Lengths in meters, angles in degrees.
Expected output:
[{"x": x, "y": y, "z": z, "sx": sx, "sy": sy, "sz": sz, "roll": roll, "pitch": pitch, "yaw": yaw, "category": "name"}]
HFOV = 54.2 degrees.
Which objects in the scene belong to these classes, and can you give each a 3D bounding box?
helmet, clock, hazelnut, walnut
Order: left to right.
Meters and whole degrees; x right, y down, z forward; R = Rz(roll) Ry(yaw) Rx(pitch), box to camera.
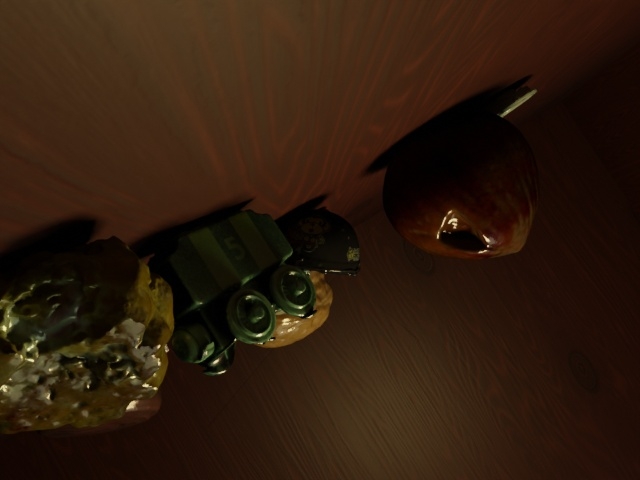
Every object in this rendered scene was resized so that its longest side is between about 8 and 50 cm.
[{"x": -0.139, "y": 0.168, "z": 1.875, "sx": 0.344, "sy": 0.306, "sz": 0.306, "roll": -17, "pitch": 167, "yaw": -47, "category": "walnut"}, {"x": 0.000, "y": 0.000, "z": 1.629, "sx": 0.231, "sy": 0.160, "sz": 0.279, "roll": 10, "pitch": -173, "yaw": 23, "category": "helmet"}, {"x": 0.357, "y": -0.132, "z": 1.632, "sx": 0.402, "sy": 0.402, "sz": 0.429, "roll": -35, "pitch": 180, "yaw": 40, "category": "hazelnut"}, {"x": 0.510, "y": -0.379, "z": 1.805, "sx": 0.236, "sy": 0.053, "sz": 0.236, "roll": -32, "pitch": 178, "yaw": -1, "category": "clock"}]

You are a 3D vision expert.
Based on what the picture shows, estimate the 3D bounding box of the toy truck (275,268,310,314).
[{"x": -0.129, "y": 0.131, "z": 1.629, "sx": 0.108, "sy": 0.140, "sz": 0.257, "roll": 14, "pitch": -172, "yaw": 39, "category": "toy truck"}]

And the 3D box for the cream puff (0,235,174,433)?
[{"x": -0.313, "y": 0.102, "z": 0.764, "sx": 0.282, "sy": 0.185, "sz": 0.281, "roll": -12, "pitch": 135, "yaw": -12, "category": "cream puff"}]

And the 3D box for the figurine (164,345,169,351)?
[{"x": -0.524, "y": 0.300, "z": 1.825, "sx": 0.240, "sy": 0.115, "sz": 0.175, "roll": -25, "pitch": 178, "yaw": -2, "category": "figurine"}]

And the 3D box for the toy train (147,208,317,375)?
[{"x": -0.151, "y": 0.078, "z": 1.066, "sx": 0.167, "sy": 0.238, "sz": 0.299, "roll": -36, "pitch": 177, "yaw": 37, "category": "toy train"}]

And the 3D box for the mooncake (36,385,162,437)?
[{"x": -0.604, "y": 0.421, "z": 1.654, "sx": 0.334, "sy": 0.174, "sz": 0.326, "roll": -23, "pitch": 155, "yaw": 10, "category": "mooncake"}]

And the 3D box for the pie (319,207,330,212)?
[{"x": -0.008, "y": -0.030, "z": 1.858, "sx": 0.154, "sy": 0.036, "sz": 0.154, "roll": 23, "pitch": 90, "yaw": -84, "category": "pie"}]
